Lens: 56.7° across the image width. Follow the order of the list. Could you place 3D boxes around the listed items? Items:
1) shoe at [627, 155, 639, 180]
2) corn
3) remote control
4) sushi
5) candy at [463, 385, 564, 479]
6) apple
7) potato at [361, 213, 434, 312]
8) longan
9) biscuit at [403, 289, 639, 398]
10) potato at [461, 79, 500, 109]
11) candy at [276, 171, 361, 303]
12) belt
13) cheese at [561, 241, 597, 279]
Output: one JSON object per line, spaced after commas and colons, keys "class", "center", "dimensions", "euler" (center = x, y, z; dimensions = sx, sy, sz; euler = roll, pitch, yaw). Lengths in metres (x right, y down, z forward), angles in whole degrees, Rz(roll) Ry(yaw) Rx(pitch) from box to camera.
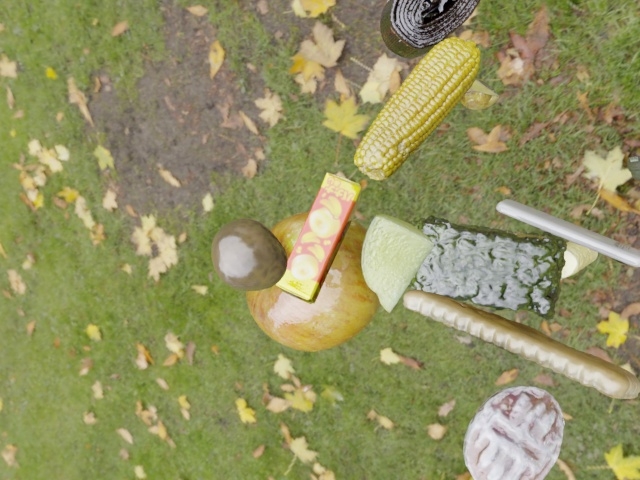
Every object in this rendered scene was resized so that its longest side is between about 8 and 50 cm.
{"class": "shoe", "center": [0.664, -0.096, 1.084], "dimensions": [0.109, 0.293, 0.149], "euler": [-11, 91, 2]}
{"class": "corn", "center": [0.200, -0.275, 1.215], "dimensions": [0.120, 0.363, 0.120], "euler": [40, 171, 8]}
{"class": "remote control", "center": [0.442, -0.013, 1.059], "dimensions": [0.261, 0.067, 0.029], "euler": [26, 114, 26]}
{"class": "sushi", "center": [0.368, 0.047, 1.376], "dimensions": [0.352, 0.294, 0.178], "euler": [10, 98, 11]}
{"class": "candy", "center": [0.492, 0.506, 1.520], "dimensions": [0.214, 0.289, 0.157], "euler": [36, 175, 12]}
{"class": "apple", "center": [-0.004, 0.113, 1.648], "dimensions": [0.400, 0.333, 0.400], "euler": [-30, 51, 46]}
{"class": "potato", "center": [0.107, 0.029, 1.041], "dimensions": [0.120, 0.081, 0.149], "euler": [29, 100, -14]}
{"class": "longan", "center": [-0.097, 0.019, 0.821], "dimensions": [0.113, 0.113, 0.092], "euler": [48, 132, 9]}
{"class": "biscuit", "center": [0.296, 0.147, 0.875], "dimensions": [0.325, 0.217, 0.044], "euler": [22, 92, 36]}
{"class": "potato", "center": [0.387, -0.370, 1.519], "dimensions": [0.096, 0.103, 0.066], "euler": [54, 134, 42]}
{"class": "candy", "center": [0.000, 0.000, 1.327], "dimensions": [0.088, 0.276, 0.146], "euler": [23, 173, 5]}
{"class": "belt", "center": [0.291, -0.615, 1.572], "dimensions": [0.184, 0.289, 0.164], "euler": [51, 175, -6]}
{"class": "cheese", "center": [0.791, 0.055, 1.873], "dimensions": [0.123, 0.167, 0.094], "euler": [-35, 77, 46]}
